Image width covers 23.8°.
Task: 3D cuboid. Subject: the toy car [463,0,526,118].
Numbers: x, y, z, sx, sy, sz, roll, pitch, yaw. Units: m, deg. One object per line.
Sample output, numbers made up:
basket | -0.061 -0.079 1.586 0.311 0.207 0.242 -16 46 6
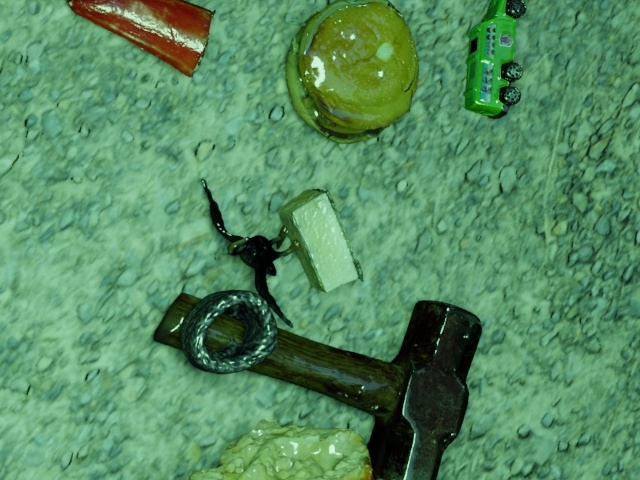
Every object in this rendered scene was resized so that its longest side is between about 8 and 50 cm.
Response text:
toy car | 0.226 -0.243 1.984 0.063 0.071 0.165 6 86 -12

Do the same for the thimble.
thimble | -0.106 0.105 1.743 0.104 0.066 0.095 -7 90 -19

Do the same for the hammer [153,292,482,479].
hammer | -0.008 0.149 1.854 0.409 0.095 0.242 20 79 -19

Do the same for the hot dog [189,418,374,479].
hot dog | -0.045 0.434 1.691 0.367 0.196 0.365 -34 124 -53

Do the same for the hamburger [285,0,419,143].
hamburger | 0.032 -0.215 1.870 0.185 0.113 0.177 32 80 -13

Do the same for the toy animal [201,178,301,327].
toy animal | -0.076 0.015 1.800 0.108 0.062 0.220 -4 55 -55

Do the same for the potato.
potato | 0.001 0.002 1.857 0.061 0.086 0.122 -25 100 -12

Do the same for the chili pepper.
chili pepper | -0.215 -0.257 1.774 0.169 0.065 0.088 17 65 -20
